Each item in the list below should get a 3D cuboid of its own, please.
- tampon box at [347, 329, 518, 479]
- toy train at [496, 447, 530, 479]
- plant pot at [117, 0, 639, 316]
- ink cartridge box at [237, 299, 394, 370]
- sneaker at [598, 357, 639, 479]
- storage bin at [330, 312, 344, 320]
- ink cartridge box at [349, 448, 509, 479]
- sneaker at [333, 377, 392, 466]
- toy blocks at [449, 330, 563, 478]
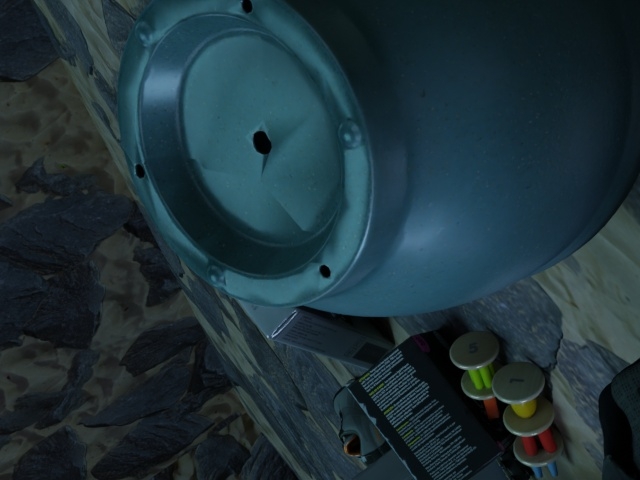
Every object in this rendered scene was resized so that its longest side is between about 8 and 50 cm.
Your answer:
[{"bbox_3d":[0.131,0.196,1.122,0.161,0.101,0.120,53,-165,13],"label":"tampon box"},{"bbox_3d":[0.261,0.316,1.194,0.158,0.027,0.036,57,177,-1],"label":"toy train"},{"bbox_3d":[0.014,-0.076,0.557,0.293,0.196,0.293,18,121,33],"label":"plant pot"},{"bbox_3d":[-0.044,0.061,1.347,0.239,0.060,0.275,49,-168,32],"label":"ink cartridge box"},{"bbox_3d":[0.232,0.144,0.500,0.202,0.185,0.483,62,176,5],"label":"sneaker"},{"bbox_3d":[0.000,0.000,1.205,0.180,0.084,0.122,56,178,8],"label":"storage bin"},{"bbox_3d":[0.179,0.398,1.287,0.270,0.197,0.198,58,166,0],"label":"ink cartridge box"},{"bbox_3d":[0.067,0.309,1.659,0.100,0.108,0.271,58,167,-12],"label":"sneaker"},{"bbox_3d":[0.200,0.179,1.035,0.123,0.054,0.148,38,157,51],"label":"toy blocks"}]
